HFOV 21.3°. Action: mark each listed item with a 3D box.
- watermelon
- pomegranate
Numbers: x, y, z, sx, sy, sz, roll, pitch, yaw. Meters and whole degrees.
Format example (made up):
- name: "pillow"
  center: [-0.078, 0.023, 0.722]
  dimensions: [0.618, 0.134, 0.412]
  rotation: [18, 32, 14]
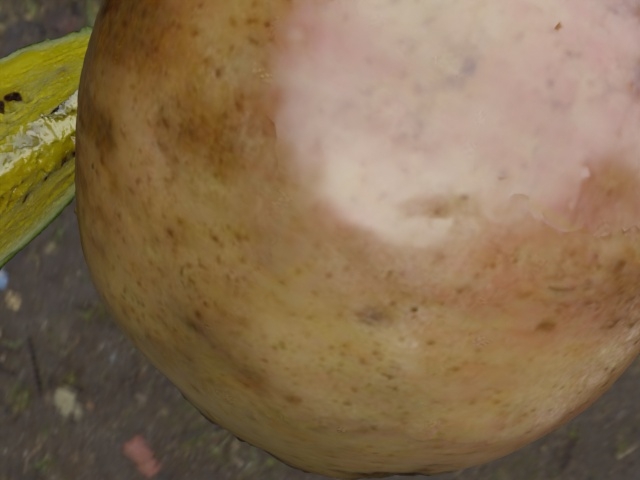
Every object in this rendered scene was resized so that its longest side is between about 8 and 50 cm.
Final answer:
- name: "watermelon"
  center: [-0.219, -0.048, 1.112]
  dimensions: [0.301, 0.129, 0.123]
  rotation: [-42, 97, -31]
- name: "pomegranate"
  center: [0.037, -0.052, 0.707]
  dimensions: [0.322, 0.322, 0.322]
  rotation: [6, 66, -15]
